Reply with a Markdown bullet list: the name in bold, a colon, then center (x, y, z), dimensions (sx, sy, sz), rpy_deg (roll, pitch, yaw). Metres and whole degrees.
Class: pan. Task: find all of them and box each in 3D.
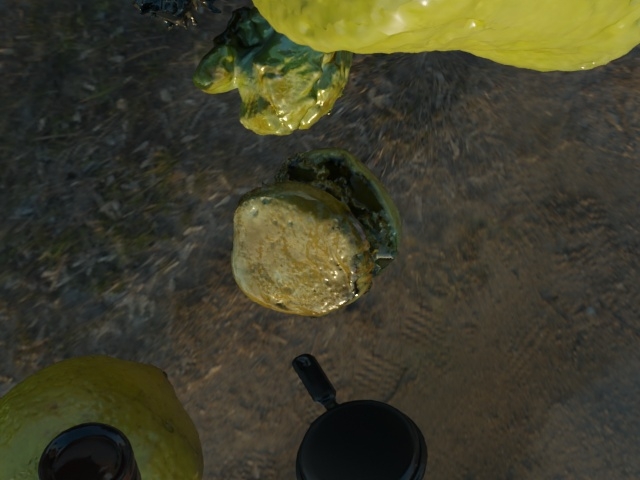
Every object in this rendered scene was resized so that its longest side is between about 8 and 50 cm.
- **pan**: center (0.020, 0.190, 1.059), dimensions (0.136, 0.235, 0.028), rpy_deg (-24, 131, -11)

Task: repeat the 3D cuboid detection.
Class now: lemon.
- **lemon**: center (-0.277, 0.274, 1.207), dimensions (0.293, 0.293, 0.293), rpy_deg (1, 101, 6)

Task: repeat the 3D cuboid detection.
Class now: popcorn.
- **popcorn**: center (-0.063, -0.232, 1.322), dimensions (0.212, 0.198, 0.198), rpy_deg (4, 102, -15)

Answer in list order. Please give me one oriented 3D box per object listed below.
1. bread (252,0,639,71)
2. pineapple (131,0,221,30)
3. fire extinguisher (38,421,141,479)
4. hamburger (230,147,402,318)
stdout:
- **bread**: center (0.118, -0.283, 0.750), dimensions (0.308, 0.348, 0.348), rpy_deg (12, 105, -36)
- **pineapple**: center (-0.157, -0.375, 1.266), dimensions (0.158, 0.158, 0.278), rpy_deg (40, 121, -2)
- **fire extinguisher**: center (-0.159, 0.259, 0.863), dimensions (0.106, 0.075, 0.252), rpy_deg (-8, 131, -3)
- **hamburger**: center (0.000, 0.000, 0.998), dimensions (0.159, 0.131, 0.185), rpy_deg (16, 121, 19)
